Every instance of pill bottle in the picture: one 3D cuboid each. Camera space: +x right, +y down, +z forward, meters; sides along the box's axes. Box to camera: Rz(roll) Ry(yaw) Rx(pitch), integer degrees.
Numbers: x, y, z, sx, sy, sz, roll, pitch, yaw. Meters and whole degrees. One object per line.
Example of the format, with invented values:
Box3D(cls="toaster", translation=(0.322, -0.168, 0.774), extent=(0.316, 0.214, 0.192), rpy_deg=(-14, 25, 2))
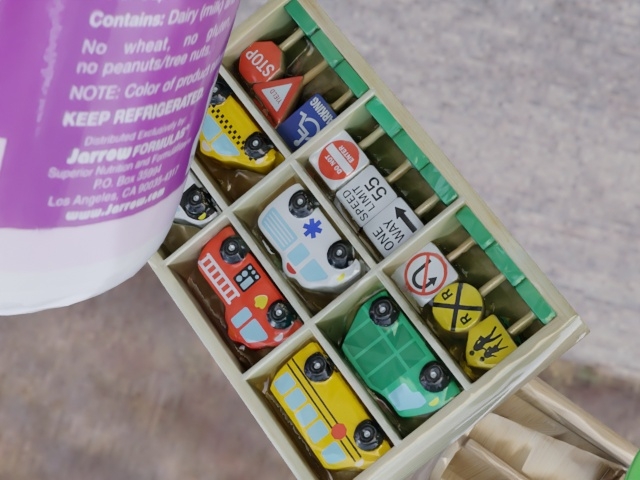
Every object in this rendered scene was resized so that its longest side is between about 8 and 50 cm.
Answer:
Box3D(cls="pill bottle", translation=(-0.089, -0.142, 0.444), extent=(0.169, 0.302, 0.169), rpy_deg=(15, -152, -8))

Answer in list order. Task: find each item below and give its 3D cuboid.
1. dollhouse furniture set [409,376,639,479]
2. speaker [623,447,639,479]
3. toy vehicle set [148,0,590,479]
Box3D(cls="dollhouse furniture set", translation=(0.168, 0.249, 1.182), extent=(0.362, 0.256, 0.394), rpy_deg=(35, 176, -4))
Box3D(cls="speaker", translation=(0.215, 0.173, 0.715), extent=(0.131, 0.131, 0.296), rpy_deg=(11, 157, 25))
Box3D(cls="toy vehicle set", translation=(0.000, 0.000, 0.837), extent=(0.267, 0.166, 0.035), rpy_deg=(52, -174, 27))
